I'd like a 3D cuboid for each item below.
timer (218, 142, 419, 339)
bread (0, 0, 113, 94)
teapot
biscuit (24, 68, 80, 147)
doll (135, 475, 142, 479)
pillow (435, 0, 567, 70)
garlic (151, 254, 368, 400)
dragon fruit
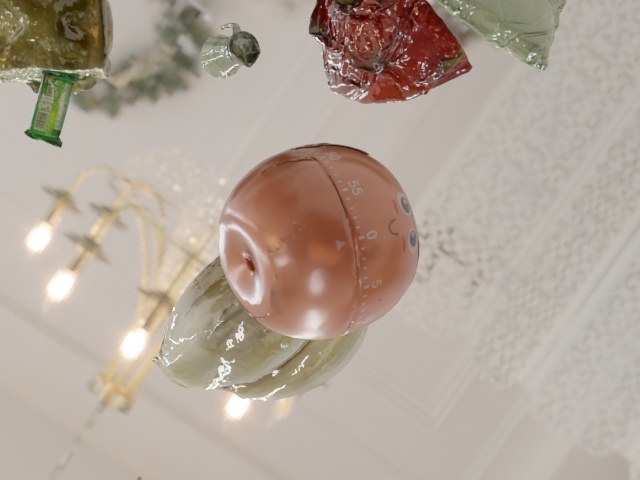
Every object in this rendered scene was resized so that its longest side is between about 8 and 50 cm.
[{"bbox_3d":[0.000,0.000,1.666,0.215,0.229,0.229,-20,-143,-28],"label":"timer"},{"bbox_3d":[-0.409,-0.354,2.101,0.196,0.252,0.238,1,180,-2],"label":"bread"},{"bbox_3d":[-0.110,-0.241,1.780,0.057,0.067,0.083,-13,-174,-31],"label":"teapot"},{"bbox_3d":[-0.314,-0.157,1.647,0.046,0.089,0.016,15,-174,-11],"label":"biscuit"},{"bbox_3d":[-0.217,0.341,1.651,0.084,0.127,0.073,-13,-158,-25],"label":"doll"},{"bbox_3d":[0.209,-0.374,1.843,0.274,0.076,0.281,32,-131,-7],"label":"pillow"},{"bbox_3d":[-0.070,0.093,1.973,0.249,0.313,0.286,21,161,16],"label":"garlic"},{"bbox_3d":[0.047,-0.311,2.004,0.205,0.152,0.317,58,170,-28],"label":"dragon fruit"}]
